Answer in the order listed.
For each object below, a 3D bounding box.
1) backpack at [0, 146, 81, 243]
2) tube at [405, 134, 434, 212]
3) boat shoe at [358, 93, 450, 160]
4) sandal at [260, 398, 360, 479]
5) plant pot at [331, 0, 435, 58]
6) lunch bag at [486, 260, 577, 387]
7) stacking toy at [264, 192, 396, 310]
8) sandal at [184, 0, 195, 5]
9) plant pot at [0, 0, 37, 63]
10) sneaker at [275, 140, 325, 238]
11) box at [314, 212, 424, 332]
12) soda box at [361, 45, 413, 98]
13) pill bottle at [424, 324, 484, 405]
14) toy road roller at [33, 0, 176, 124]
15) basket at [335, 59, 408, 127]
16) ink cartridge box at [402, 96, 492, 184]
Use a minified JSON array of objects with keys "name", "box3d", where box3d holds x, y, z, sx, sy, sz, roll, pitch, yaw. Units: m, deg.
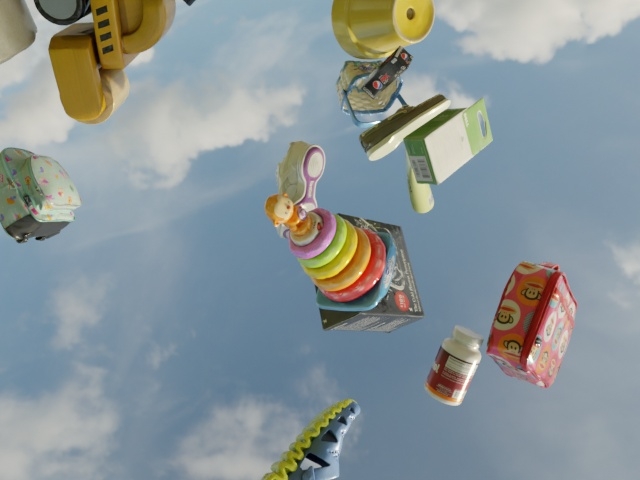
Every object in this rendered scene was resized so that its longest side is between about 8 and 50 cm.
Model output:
[{"name":"backpack","box3d":[-0.617,-0.108,1.223,0.144,0.188,0.166,-38,179,9]},{"name":"tube","box3d":[0.239,-0.155,1.444,0.062,0.240,0.070,-46,-121,-10]},{"name":"boat shoe","box3d":[0.260,-0.371,1.810,0.305,0.109,0.091,-33,-108,11]},{"name":"sandal","box3d":[-0.006,0.516,1.375,0.138,0.126,0.317,42,-112,6]},{"name":"plant pot","box3d":[0.197,-0.669,1.713,0.254,0.254,0.239,-35,-149,-20]},{"name":"lunch bag","box3d":[0.474,0.173,1.267,0.120,0.293,0.258,16,-104,36]},{"name":"stacking toy","box3d":[0.000,0.000,1.097,0.165,0.302,0.175,-5,-122,39]},{"name":"sandal","box3d":[-0.438,-0.661,1.244,0.107,0.446,0.167,-38,-130,10]},{"name":"plant pot","box3d":[-0.717,-0.492,1.091,0.333,0.305,0.334,-10,-139,9]},{"name":"sneaker","box3d":[-0.078,-0.157,1.762,0.114,0.305,0.152,3,-160,-42]},{"name":"box","box3d":[0.146,0.117,1.914,0.179,0.312,0.343,-33,-120,41]},{"name":"soda box","box3d":[0.192,-0.487,1.683,0.169,0.053,0.060,-33,-154,52]},{"name":"pill bottle","box3d":[0.283,0.260,1.212,0.086,0.152,0.086,20,-170,-4]},{"name":"toy road roller","box3d":[-0.429,-0.422,1.222,0.240,0.329,0.202,1,-149,-1]},{"name":"basket","box3d":[0.191,-0.541,2.170,0.254,0.201,0.289,-10,-117,-27]},{"name":"ink cartridge box","box3d":[0.279,-0.217,1.248,0.209,0.109,0.062,-37,-152,-28]}]
